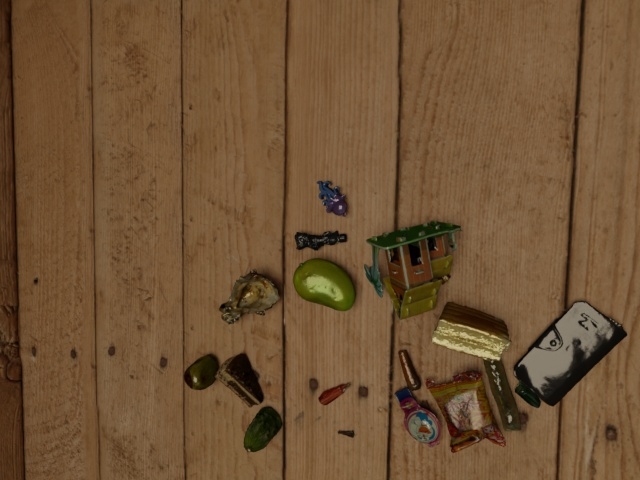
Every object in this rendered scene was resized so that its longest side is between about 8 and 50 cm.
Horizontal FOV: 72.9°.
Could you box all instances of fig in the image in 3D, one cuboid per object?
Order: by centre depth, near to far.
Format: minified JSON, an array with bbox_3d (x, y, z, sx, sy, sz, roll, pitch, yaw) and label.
[{"bbox_3d":[-0.551,0.616,2.024,0.144,0.154,0.166,31,72,30],"label":"fig"}]

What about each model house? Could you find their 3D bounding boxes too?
[{"bbox_3d":[0.344,0.108,1.650,0.300,0.340,0.324,-14,100,-13],"label":"model house"}]

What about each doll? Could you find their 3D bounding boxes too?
[{"bbox_3d":[0.049,-0.177,1.791,0.110,0.067,0.206,-47,66,30],"label":"doll"}]

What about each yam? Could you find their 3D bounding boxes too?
[{"bbox_3d":[0.669,0.550,1.604,0.071,0.067,0.318,-18,85,33],"label":"yam"}]

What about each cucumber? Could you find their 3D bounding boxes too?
[{"bbox_3d":[0.761,0.569,1.581,0.105,0.048,0.048,42,106,13],"label":"cucumber"},{"bbox_3d":[-0.265,0.837,1.868,0.134,0.244,0.134,2,97,15],"label":"cucumber"}]

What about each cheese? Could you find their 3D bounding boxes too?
[{"bbox_3d":[0.383,0.702,1.712,0.155,0.062,0.244,-39,76,32],"label":"cheese"}]

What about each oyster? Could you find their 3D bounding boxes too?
[{"bbox_3d":[-0.323,0.270,1.912,0.337,0.133,0.198,-42,81,19],"label":"oyster"}]

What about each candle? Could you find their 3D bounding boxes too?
[{"bbox_3d":[0.059,0.647,1.839,0.162,0.048,0.053,-36,64,18],"label":"candle"}]

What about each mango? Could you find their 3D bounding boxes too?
[{"bbox_3d":[0.020,0.174,1.775,0.272,0.149,0.186,15,91,13],"label":"mango"}]

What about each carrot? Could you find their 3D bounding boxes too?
[{"bbox_3d":[0.353,0.517,1.725,0.055,0.055,0.162,-23,83,20],"label":"carrot"}]

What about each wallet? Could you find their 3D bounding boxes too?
[{"bbox_3d":[0.871,0.394,1.532,0.197,0.051,0.378,40,104,13],"label":"wallet"}]

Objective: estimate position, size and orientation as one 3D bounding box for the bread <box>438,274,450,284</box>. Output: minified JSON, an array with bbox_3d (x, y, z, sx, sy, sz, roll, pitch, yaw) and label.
[{"bbox_3d":[0.461,0.125,1.671,0.047,0.036,0.083,-42,76,16],"label":"bread"}]

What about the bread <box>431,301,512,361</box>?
[{"bbox_3d":[0.543,0.321,1.549,0.246,0.239,0.111,16,104,20],"label":"bread"}]

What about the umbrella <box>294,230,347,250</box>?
[{"bbox_3d":[0.000,0.003,1.816,0.224,0.071,0.080,-4,119,15],"label":"umbrella"}]

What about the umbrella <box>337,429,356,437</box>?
[{"bbox_3d":[0.114,0.823,1.846,0.083,0.020,0.032,0,92,25],"label":"umbrella"}]

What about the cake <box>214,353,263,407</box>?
[{"bbox_3d":[-0.349,0.634,1.991,0.112,0.135,0.246,-29,112,31],"label":"cake"}]

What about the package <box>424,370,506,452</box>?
[{"bbox_3d":[0.544,0.643,1.637,0.223,0.108,0.288,-21,79,25],"label":"package"}]
